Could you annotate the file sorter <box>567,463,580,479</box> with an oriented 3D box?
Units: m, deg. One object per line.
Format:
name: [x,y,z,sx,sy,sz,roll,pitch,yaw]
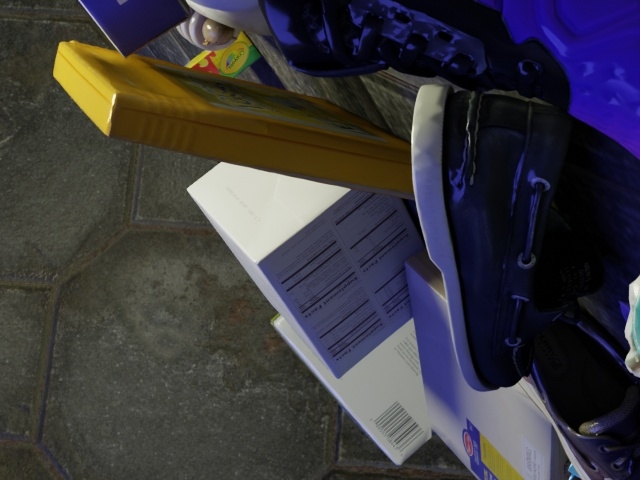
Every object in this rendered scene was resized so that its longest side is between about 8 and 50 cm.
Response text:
file sorter: [0.343,0.339,0.999,0.170,0.104,0.118,27,177,36]

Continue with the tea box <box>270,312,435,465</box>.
tea box: [0.093,0.207,1.699,0.329,0.220,0.323,49,174,1]

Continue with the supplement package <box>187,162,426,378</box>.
supplement package: [0.000,0.000,1.200,0.199,0.198,0.262,44,169,45]

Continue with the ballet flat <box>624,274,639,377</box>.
ballet flat: [0.294,0.113,0.323,0.409,0.147,0.147,48,174,41]

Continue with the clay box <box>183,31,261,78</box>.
clay box: [-0.192,-0.202,1.249,0.053,0.222,0.127,51,174,-16]

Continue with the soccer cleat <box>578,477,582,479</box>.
soccer cleat: [0.369,0.327,1.164,0.095,0.083,0.248,55,176,-5]

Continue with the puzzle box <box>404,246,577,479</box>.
puzzle box: [0.229,0.221,1.201,0.272,0.052,0.408,46,160,38]

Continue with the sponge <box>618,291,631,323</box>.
sponge: [0.297,0.127,0.672,0.117,0.031,0.210,41,169,52]

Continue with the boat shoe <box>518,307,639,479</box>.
boat shoe: [0.262,0.161,0.818,0.285,0.103,0.092,54,180,18]

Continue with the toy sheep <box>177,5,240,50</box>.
toy sheep: [-0.135,-0.275,1.080,0.091,0.091,0.132,56,-175,-46]

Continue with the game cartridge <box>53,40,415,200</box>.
game cartridge: [-0.084,-0.127,0.906,0.324,0.052,0.285,11,-165,-30]

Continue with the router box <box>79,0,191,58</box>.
router box: [-0.266,-0.388,0.924,0.335,0.082,0.301,54,-170,-34]

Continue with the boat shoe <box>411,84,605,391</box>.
boat shoe: [0.153,0.014,0.677,0.340,0.113,0.127,68,-153,-46]

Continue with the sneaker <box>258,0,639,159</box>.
sneaker: [0.056,-0.106,0.387,0.293,0.146,0.102,50,-177,8]

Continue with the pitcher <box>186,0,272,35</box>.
pitcher: [-0.094,-0.232,0.685,0.178,0.125,0.207,7,175,1]
